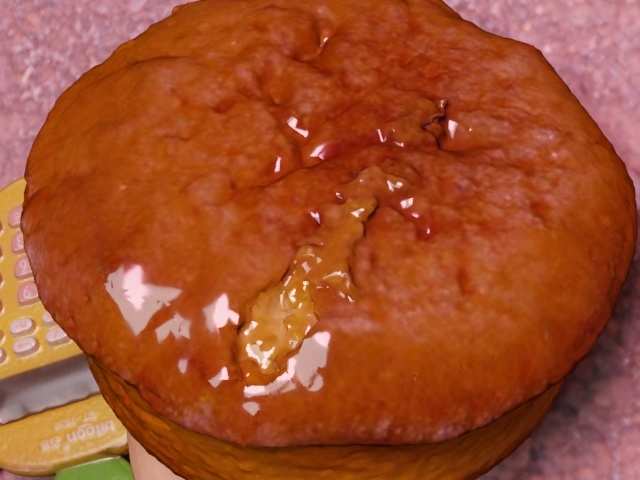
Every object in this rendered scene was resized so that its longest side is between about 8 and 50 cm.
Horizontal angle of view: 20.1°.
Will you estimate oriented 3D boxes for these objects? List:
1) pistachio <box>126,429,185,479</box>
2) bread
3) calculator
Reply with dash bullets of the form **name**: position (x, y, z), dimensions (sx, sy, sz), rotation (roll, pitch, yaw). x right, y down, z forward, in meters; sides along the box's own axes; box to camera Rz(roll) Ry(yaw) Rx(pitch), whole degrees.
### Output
- **pistachio**: position (-0.040, 0.133, 1.016), dimensions (0.145, 0.117, 0.200), rotation (-32, 64, 42)
- **bread**: position (0.003, 0.004, 0.938), dimensions (0.312, 0.172, 0.312), rotation (1, 50, -1)
- **calculator**: position (-0.156, 0.065, 1.125), dimensions (0.146, 0.032, 0.234), rotation (-18, 71, 13)
